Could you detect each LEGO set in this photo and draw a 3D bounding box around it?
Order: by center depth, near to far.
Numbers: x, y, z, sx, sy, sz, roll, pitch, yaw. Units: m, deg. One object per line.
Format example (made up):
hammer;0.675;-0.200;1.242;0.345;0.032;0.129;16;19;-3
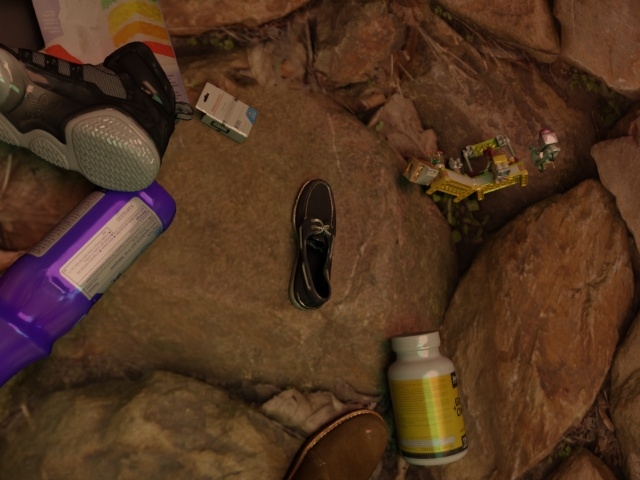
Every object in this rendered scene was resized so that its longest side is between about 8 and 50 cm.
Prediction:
LEGO set;0.270;-0.147;0.957;0.287;0.132;0.107;-9;65;-9

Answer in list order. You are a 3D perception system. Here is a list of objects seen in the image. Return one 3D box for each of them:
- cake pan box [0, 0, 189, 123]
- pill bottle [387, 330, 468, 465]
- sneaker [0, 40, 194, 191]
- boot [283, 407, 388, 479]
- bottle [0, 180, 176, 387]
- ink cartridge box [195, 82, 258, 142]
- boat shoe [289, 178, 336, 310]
cake pan box;-0.325;-0.255;0.649;0.267;0.070;0.245;-14;85;-32
pill bottle;0.158;0.234;0.803;0.103;0.103;0.184;-4;82;-31
sneaker;-0.273;-0.167;0.570;0.269;0.101;0.153;29;48;-7
boot;0.003;0.339;0.683;0.305;0.115;0.112;-36;96;-32
bottle;-0.282;0.040;0.577;0.092;0.118;0.282;46;60;-18
ink cartridge box;-0.139;-0.184;0.764;0.083;0.028;0.048;28;66;-23
boat shoe;0.000;0.000;0.784;0.075;0.065;0.206;14;72;-27
